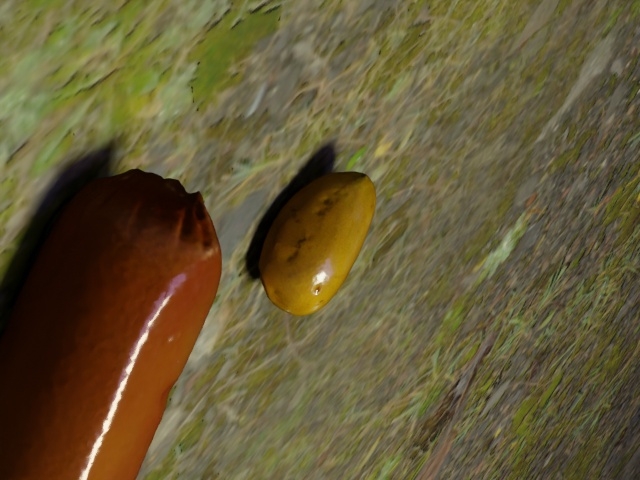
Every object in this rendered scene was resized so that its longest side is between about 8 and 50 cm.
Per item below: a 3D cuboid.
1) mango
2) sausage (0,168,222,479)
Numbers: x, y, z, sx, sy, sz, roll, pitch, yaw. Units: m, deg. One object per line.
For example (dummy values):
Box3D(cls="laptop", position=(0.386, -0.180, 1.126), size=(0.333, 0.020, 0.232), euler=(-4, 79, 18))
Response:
Box3D(cls="mango", position=(0.000, 0.000, 1.124), size=(0.114, 0.060, 0.080), euler=(-64, 160, -3))
Box3D(cls="sausage", position=(-0.156, 0.123, 0.897), size=(0.348, 0.097, 0.094), euler=(-67, 164, 11))
